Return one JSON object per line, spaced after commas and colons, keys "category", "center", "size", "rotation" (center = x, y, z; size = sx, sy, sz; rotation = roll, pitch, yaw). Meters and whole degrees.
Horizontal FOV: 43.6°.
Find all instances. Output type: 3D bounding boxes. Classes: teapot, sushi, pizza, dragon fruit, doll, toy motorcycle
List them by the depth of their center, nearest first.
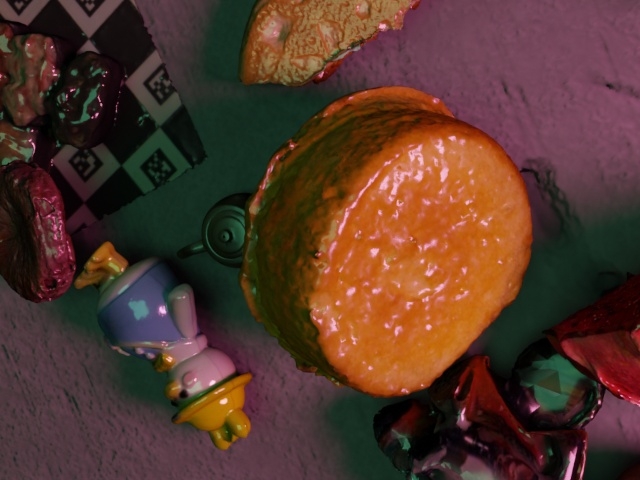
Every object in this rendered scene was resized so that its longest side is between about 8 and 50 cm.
{"category": "dragon fruit", "center": [0.332, 0.058, 0.632], "size": [0.262, 0.163, 0.189], "rotation": [-34, 119, 1]}
{"category": "toy motorcycle", "center": [0.133, 0.278, 0.723], "size": [0.207, 0.134, 0.401], "rotation": [7, 85, 16]}
{"category": "pizza", "center": [0.021, -0.223, 0.743], "size": [0.246, 0.058, 0.127], "rotation": [-44, 83, 15]}
{"category": "teapot", "center": [-0.090, -0.006, 0.799], "size": [0.121, 0.068, 0.076], "rotation": [-19, 91, 18]}
{"category": "doll", "center": [-0.152, 0.106, 0.819], "size": [0.135, 0.099, 0.241], "rotation": [-39, 84, 14]}
{"category": "sushi", "center": [-0.327, -0.164, 0.850], "size": [0.320, 0.069, 0.339], "rotation": [-24, 90, 18]}

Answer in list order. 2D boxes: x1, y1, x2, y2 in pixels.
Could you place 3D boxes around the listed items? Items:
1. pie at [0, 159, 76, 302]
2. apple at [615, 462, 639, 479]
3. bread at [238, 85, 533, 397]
{"category": "pie", "center": [-0.302, -0.008, 0.821], "size": [0.154, 0.038, 0.153], "rotation": [18, 118, 38]}
{"category": "apple", "center": [0.298, 0.258, 0.678], "size": [0.120, 0.153, 0.153], "rotation": [21, 104, 38]}
{"category": "bread", "center": [0.055, 0.001, 0.670], "size": [0.146, 0.268, 0.268], "rotation": [27, 108, 55]}
